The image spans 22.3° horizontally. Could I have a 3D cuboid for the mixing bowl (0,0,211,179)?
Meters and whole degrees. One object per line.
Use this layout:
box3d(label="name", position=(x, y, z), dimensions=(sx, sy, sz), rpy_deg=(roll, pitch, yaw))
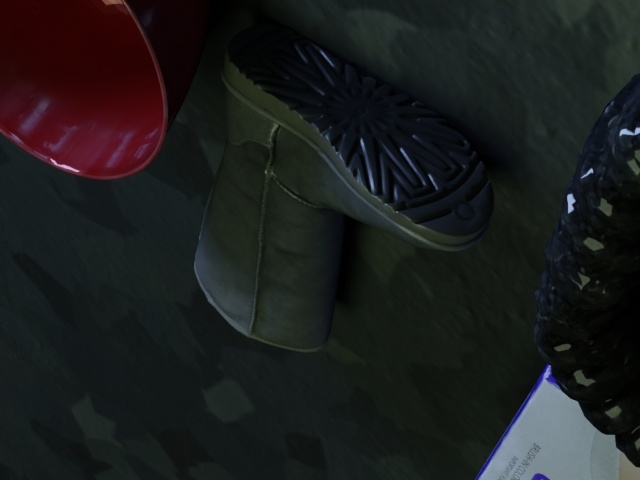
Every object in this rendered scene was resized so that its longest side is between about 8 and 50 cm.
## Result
box3d(label="mixing bowl", position=(-0.127, -0.134, 0.871), dimensions=(0.181, 0.098, 0.181), rpy_deg=(26, 143, 21))

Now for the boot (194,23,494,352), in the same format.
box3d(label="boot", position=(0.002, 0.000, 0.912), dimensions=(0.189, 0.076, 0.208), rpy_deg=(42, 141, 26))

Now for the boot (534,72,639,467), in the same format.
box3d(label="boot", position=(0.142, -0.114, 0.485), dimensions=(0.131, 0.260, 0.348), rpy_deg=(6, 132, 42))

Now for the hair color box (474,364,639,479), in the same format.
box3d(label="hair color box", position=(0.247, 0.180, 0.841), dimensions=(0.339, 0.110, 0.185), rpy_deg=(33, 144, 10))
